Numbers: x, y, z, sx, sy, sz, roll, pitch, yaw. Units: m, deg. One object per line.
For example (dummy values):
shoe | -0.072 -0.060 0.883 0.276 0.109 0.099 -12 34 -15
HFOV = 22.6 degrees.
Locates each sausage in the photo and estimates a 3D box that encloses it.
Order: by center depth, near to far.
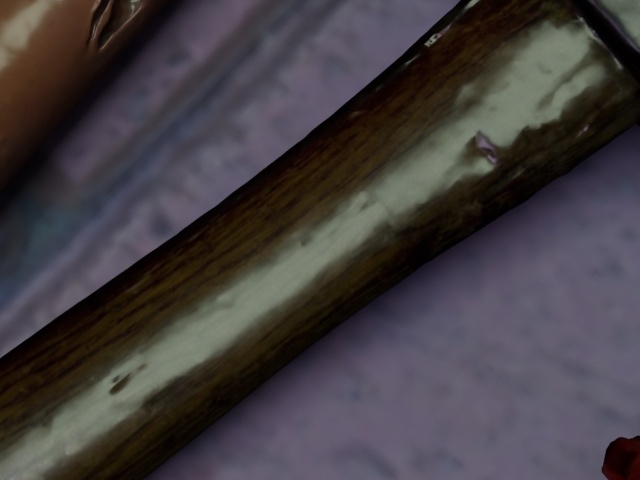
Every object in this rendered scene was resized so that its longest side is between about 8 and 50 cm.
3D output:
sausage | -0.087 -0.103 0.573 0.078 0.078 0.304 33 77 18

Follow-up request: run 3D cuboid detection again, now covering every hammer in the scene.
hammer | 0.000 0.000 0.519 0.409 0.095 0.242 -37 71 -1

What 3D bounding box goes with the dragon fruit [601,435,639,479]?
dragon fruit | 0.159 0.144 0.420 0.262 0.163 0.189 14 109 10
